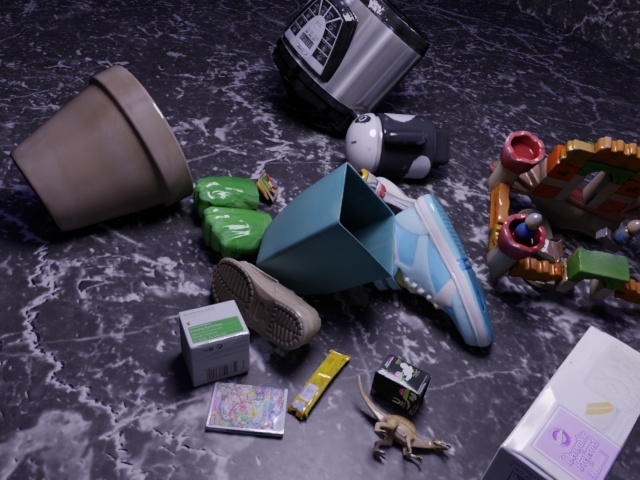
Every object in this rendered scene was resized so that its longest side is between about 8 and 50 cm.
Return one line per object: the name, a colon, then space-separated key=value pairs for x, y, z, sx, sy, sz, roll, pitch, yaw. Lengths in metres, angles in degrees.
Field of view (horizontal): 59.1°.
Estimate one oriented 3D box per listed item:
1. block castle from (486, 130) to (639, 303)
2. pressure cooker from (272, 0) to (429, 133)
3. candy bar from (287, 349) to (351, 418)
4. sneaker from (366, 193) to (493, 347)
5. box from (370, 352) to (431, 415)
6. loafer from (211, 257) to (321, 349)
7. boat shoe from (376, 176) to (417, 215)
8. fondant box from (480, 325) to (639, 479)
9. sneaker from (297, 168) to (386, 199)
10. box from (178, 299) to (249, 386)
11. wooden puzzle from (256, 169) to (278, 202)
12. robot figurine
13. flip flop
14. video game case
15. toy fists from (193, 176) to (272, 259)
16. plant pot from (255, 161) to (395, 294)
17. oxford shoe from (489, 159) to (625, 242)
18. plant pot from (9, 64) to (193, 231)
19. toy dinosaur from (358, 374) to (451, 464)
block castle: x=0.583 y=-0.048 z=1.171 sx=0.453 sy=0.213 sz=0.303 roll=13 pitch=61 yaw=-1
pressure cooker: x=0.068 y=-0.542 z=1.686 sx=0.375 sy=0.420 sz=0.370 roll=36 pitch=26 yaw=-19
candy bar: x=-0.001 y=0.242 z=0.970 sx=0.040 sy=0.018 sz=0.161 roll=21 pitch=40 yaw=22
sneaker: x=0.201 y=0.089 z=1.140 sx=0.127 sy=0.208 sz=0.319 roll=20 pitch=47 yaw=-64
box: x=0.135 y=0.243 z=0.957 sx=0.083 sy=0.062 sz=0.052 roll=26 pitch=43 yaw=21
loafer: x=-0.104 y=0.119 z=1.052 sx=0.268 sy=0.102 sz=0.092 roll=34 pitch=12 yaw=36
boat shoe: x=0.182 y=-0.047 z=1.304 sx=0.103 sy=0.118 sz=0.320 roll=-23 pitch=42 yaw=-23
fondant box: x=0.265 y=0.296 z=0.695 sx=0.096 sy=0.330 sz=0.238 roll=33 pitch=45 yaw=29
sneaker: x=0.038 y=-0.123 z=1.328 sx=0.225 sy=0.093 sz=0.088 roll=-11 pitch=49 yaw=33
box: x=-0.180 y=0.173 z=0.957 sx=0.101 sy=0.102 sz=0.087 roll=-12 pitch=40 yaw=-22
wooden puzzle: x=-0.125 y=-0.133 z=1.380 sx=0.014 sy=0.078 sz=0.116 roll=-24 pitch=23 yaw=16
robot figurine: x=0.205 y=-0.257 z=1.520 sx=0.278 sy=0.209 sz=0.173 roll=1 pitch=51 yaw=-9
flip flop: x=0.515 y=0.011 z=1.304 sx=0.112 sy=0.080 sz=0.277 roll=8 pitch=45 yaw=0
video game case: x=-0.117 y=0.272 z=0.915 sx=0.122 sy=0.011 sz=0.087 roll=7 pitch=37 yaw=-2
toy fists: x=-0.204 y=-0.056 z=1.256 sx=0.142 sy=0.096 sz=0.279 roll=4 pitch=35 yaw=-26
plant pot: x=0.000 y=0.000 z=1.094 sx=0.234 sy=0.165 sz=0.165 roll=-24 pitch=37 yaw=31
oxford shoe: x=0.575 y=-0.095 z=1.412 sx=0.348 sy=0.130 sz=0.123 roll=26 pitch=37 yaw=14
plant pot: x=-0.478 y=-0.167 z=1.213 sx=0.280 sy=0.323 sz=0.323 roll=-35 pitch=53 yaw=-22
toy dinosaur: x=0.113 y=0.302 z=0.903 sx=0.183 sy=0.053 sz=0.092 roll=32 pitch=28 yaw=17
